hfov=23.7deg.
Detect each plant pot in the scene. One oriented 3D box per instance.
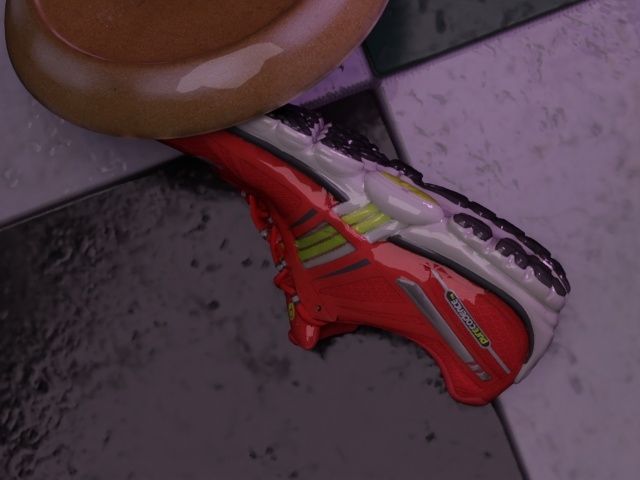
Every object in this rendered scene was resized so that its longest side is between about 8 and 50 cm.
[{"bbox_3d":[-0.073,-0.159,0.863,0.236,0.032,0.236,-8,55,11],"label":"plant pot"}]

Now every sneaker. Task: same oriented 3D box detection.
[{"bbox_3d":[0.000,0.000,0.862,0.279,0.107,0.118,32,101,12],"label":"sneaker"}]
